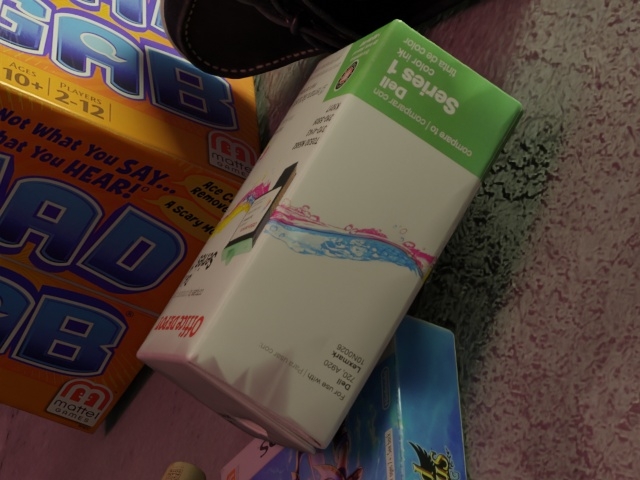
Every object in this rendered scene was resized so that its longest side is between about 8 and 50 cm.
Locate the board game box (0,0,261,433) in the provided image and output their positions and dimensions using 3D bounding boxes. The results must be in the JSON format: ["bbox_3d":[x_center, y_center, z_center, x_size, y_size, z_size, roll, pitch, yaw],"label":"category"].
[{"bbox_3d":[-0.304,-0.095,1.736,0.356,0.356,0.356,-53,27,32],"label":"board game box"}]

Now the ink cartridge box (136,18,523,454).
[{"bbox_3d":[0.000,0.000,1.242,0.278,0.117,0.201,-59,12,-11],"label":"ink cartridge box"}]

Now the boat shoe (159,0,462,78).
[{"bbox_3d":[0.010,-0.231,1.440,0.500,0.187,0.156,-23,44,50],"label":"boat shoe"}]

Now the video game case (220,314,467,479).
[{"bbox_3d":[0.010,0.224,1.214,0.244,0.061,0.269,-47,32,40],"label":"video game case"}]

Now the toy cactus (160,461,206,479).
[{"bbox_3d":[-0.141,0.257,1.394,0.219,0.112,0.180,-13,44,33],"label":"toy cactus"}]
